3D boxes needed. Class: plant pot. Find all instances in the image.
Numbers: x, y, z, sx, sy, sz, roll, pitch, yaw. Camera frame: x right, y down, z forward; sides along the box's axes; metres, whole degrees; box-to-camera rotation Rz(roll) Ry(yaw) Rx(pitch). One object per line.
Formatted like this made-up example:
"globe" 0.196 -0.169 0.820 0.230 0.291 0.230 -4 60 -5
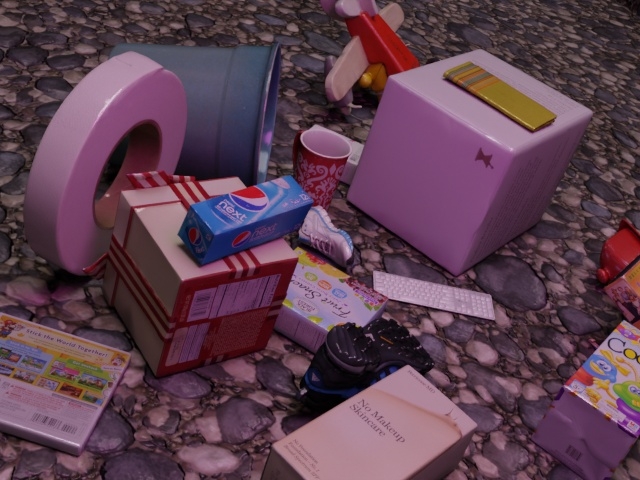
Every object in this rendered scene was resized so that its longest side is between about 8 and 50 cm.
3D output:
"plant pot" -0.269 -0.262 1.785 0.333 0.341 0.341 7 35 -1

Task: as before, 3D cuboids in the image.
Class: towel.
"towel" 0.372 -0.300 1.788 0.237 0.021 0.102 39 45 25

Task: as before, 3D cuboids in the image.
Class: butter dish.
"butter dish" 0.674 0.062 1.914 0.118 0.160 0.160 -20 48 -10

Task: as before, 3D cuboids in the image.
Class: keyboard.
"keyboard" 0.230 0.112 1.735 0.255 0.014 0.072 12 35 -8

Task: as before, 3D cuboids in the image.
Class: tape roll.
"tape roll" -0.358 -0.127 1.473 0.072 0.392 0.392 26 35 11

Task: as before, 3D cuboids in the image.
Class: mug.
"mug" -0.009 -0.148 1.851 0.113 0.169 0.150 10 35 -10

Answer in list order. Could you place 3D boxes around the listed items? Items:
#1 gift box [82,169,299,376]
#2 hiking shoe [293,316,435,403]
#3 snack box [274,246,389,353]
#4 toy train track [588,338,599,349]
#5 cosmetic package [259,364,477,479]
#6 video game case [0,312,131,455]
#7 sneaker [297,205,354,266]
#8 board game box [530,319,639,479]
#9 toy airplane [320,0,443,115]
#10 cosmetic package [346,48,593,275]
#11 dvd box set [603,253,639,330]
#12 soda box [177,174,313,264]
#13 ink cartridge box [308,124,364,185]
"gift box" -0.227 0.039 1.423 0.276 0.255 0.258 -5 42 -39
"hiking shoe" 0.076 0.208 1.449 0.304 0.132 0.113 13 35 -51
"snack box" -0.005 0.118 1.572 0.207 0.070 0.174 29 36 17
"toy train track" 0.576 0.226 1.732 0.048 0.014 0.083 -9 42 -33
"cosmetic package" 0.075 0.326 1.286 0.160 0.113 0.309 38 40 27
"video game case" -0.429 0.211 1.295 0.226 0.026 0.206 17 35 1
"sneaker" 0.000 0.000 1.751 0.082 0.071 0.190 -13 36 -28
"board game box" 0.516 0.282 1.514 0.144 0.142 0.275 35 38 23
"toy airplane" 0.123 -0.506 2.321 0.386 0.272 0.385 5 67 -41
"cosmetic package" 0.335 -0.190 1.922 0.327 0.330 0.393 37 38 24
"dvd box set" 0.765 0.195 1.685 0.307 0.062 0.420 -28 78 -46
"soda box" -0.113 -0.035 1.331 0.210 0.071 0.067 -22 62 -43
"ink cartridge box" 0.042 -0.201 2.041 0.181 0.062 0.104 26 35 11
